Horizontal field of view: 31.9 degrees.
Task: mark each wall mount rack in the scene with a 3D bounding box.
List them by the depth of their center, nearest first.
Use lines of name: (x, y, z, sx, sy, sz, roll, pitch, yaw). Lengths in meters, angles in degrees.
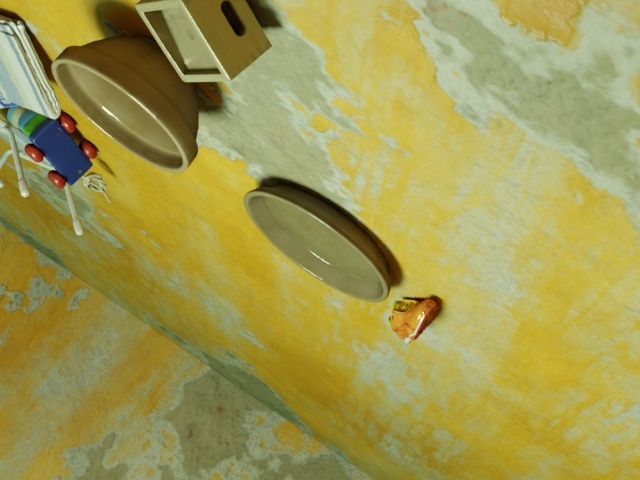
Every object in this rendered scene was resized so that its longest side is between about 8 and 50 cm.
wall mount rack: (-0.633, -0.154, 2.356, 0.304, 0.130, 0.350, 23, 169, 28)

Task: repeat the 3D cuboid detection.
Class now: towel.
towel: (-0.576, -0.329, 1.953, 0.285, 0.034, 0.209, 24, 147, 34)

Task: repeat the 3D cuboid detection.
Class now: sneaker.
sneaker: (0.142, 0.123, 1.799, 0.067, 0.064, 0.175, 45, 160, 4)

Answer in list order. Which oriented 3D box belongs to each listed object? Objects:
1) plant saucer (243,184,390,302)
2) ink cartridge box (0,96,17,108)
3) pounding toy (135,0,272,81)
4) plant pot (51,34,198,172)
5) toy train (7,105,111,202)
plant saucer: (0.000, 0.000, 1.778, 0.278, 0.041, 0.278, 32, 163, 11)
ink cartridge box: (-0.642, -0.305, 2.184, 0.097, 0.046, 0.207, 43, 161, -27)
pounding toy: (-0.124, -0.246, 1.308, 0.130, 0.100, 0.141, 10, 139, 53)
plant pot: (-0.253, -0.211, 1.585, 0.237, 0.109, 0.237, 33, 163, 11)
toy train: (-0.517, -0.171, 2.226, 0.143, 0.105, 0.248, 37, 166, 35)
